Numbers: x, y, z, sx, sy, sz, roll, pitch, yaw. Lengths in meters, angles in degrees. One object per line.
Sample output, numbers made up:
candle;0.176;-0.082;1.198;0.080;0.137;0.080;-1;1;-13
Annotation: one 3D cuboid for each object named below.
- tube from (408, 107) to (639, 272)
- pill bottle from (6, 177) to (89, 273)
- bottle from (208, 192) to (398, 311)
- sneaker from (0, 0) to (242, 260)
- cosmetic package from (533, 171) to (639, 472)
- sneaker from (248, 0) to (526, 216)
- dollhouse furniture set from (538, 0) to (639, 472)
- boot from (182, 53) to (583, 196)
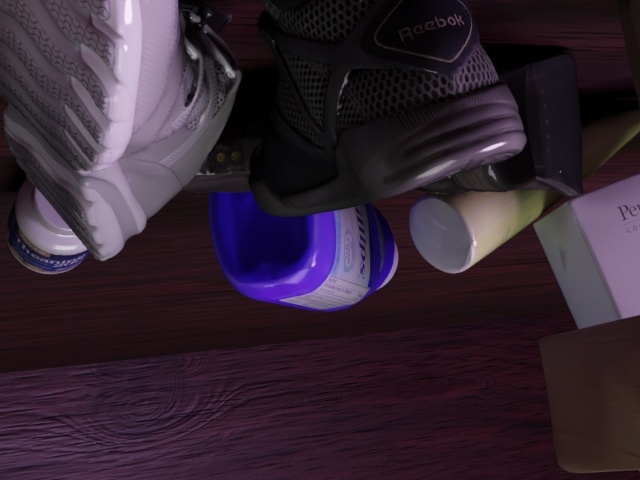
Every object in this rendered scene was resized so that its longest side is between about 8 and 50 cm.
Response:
tube;0.168;-0.050;0.868;0.070;0.062;0.240;29;-136;34
pill bottle;-0.189;-0.018;0.823;0.067;0.067;0.120;-5;170;-21
bottle;0.000;0.000;0.943;0.092;0.118;0.283;-12;169;16
sneaker;-0.091;-0.088;0.522;0.115;0.105;0.281;-41;175;-17
cosmetic package;0.387;0.044;0.832;0.377;0.284;0.097;-20;174;-10
sneaker;0.010;-0.079;0.524;0.087;0.130;0.227;-17;180;-15
dollhouse furniture set;0.319;0.021;0.530;0.362;0.394;0.256;-4;169;-25
boot;0.040;-0.067;0.743;0.229;0.091;0.263;-3;-179;29
